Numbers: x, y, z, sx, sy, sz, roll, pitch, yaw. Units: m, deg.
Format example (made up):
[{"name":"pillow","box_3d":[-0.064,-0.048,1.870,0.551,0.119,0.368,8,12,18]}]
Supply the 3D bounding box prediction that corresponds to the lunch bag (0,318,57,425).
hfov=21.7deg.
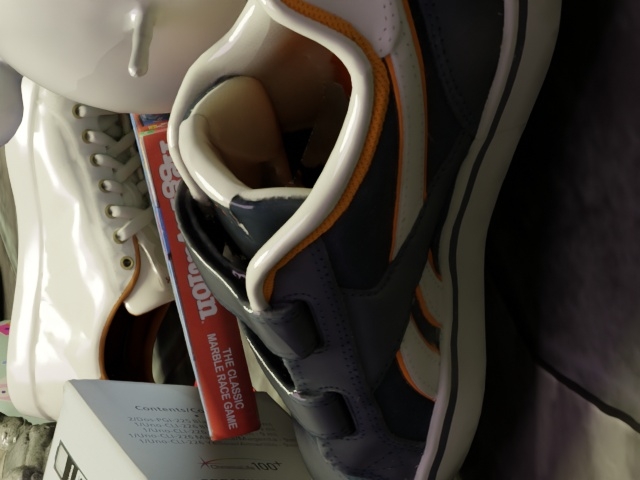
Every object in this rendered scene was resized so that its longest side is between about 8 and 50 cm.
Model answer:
[{"name":"lunch bag","box_3d":[-0.265,0.220,1.434,0.224,0.108,0.279,34,131,55]}]

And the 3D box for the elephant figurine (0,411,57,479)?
[{"name":"elephant figurine","box_3d":[-0.174,0.183,1.174,0.186,0.169,0.239,38,139,40]}]

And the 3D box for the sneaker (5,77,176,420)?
[{"name":"sneaker","box_3d":[-0.133,-0.018,1.102,0.123,0.106,0.290,7,102,27]}]

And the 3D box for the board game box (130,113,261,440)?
[{"name":"board game box","box_3d":[-0.071,-0.001,0.881,0.281,0.027,0.145,-131,27,-78]}]

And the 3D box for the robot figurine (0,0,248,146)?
[{"name":"robot figurine","box_3d":[-0.103,-0.184,0.795,0.300,0.200,0.353,-56,36,9]}]

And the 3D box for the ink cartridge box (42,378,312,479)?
[{"name":"ink cartridge box","box_3d":[-0.090,0.242,0.879,0.272,0.130,0.309,37,116,53]}]

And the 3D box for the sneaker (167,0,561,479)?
[{"name":"sneaker","box_3d":[0.000,0.000,0.699,0.126,0.127,0.321,49,143,42]}]
